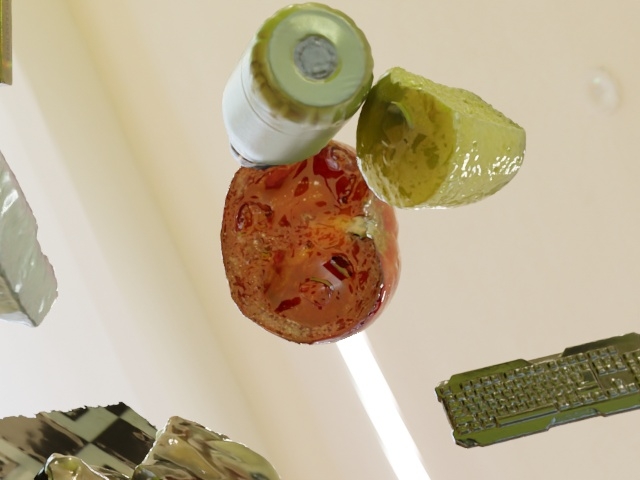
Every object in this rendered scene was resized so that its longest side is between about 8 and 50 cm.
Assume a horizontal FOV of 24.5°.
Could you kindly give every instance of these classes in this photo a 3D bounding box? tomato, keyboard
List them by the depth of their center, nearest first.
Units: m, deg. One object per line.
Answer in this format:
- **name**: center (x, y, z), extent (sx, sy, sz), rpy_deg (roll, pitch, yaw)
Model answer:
- **keyboard**: center (0.259, 0.159, 1.597), extent (0.106, 0.262, 0.016), rpy_deg (-110, -169, -48)
- **tomato**: center (0.000, 0.000, 1.657), extent (0.200, 0.139, 0.233), rpy_deg (-6, -94, 25)

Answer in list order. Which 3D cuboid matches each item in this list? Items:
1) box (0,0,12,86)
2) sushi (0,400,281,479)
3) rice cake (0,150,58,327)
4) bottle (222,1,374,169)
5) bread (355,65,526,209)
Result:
- **box**: center (-0.386, -0.202, 1.393), extent (0.193, 0.030, 0.121), rpy_deg (-2, -91, 13)
- **sushi**: center (-0.043, 0.149, 0.703), extent (0.320, 0.339, 0.069), rpy_deg (34, -80, 19)
- **rice cake**: center (-0.187, -0.040, 0.669), extent (0.081, 0.051, 0.290), rpy_deg (8, -26, 12)
- **bottle**: center (-0.033, -0.127, 1.350), extent (0.112, 0.112, 0.260), rpy_deg (63, -17, 4)
- **bread**: center (0.099, -0.081, 1.272), extent (0.129, 0.114, 0.111), rpy_deg (50, -54, 43)
